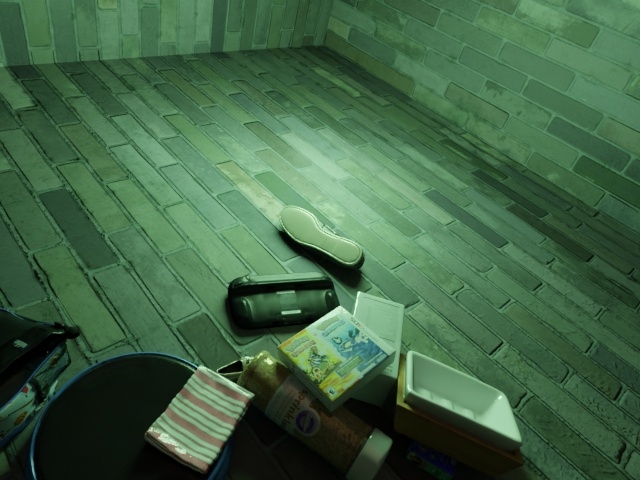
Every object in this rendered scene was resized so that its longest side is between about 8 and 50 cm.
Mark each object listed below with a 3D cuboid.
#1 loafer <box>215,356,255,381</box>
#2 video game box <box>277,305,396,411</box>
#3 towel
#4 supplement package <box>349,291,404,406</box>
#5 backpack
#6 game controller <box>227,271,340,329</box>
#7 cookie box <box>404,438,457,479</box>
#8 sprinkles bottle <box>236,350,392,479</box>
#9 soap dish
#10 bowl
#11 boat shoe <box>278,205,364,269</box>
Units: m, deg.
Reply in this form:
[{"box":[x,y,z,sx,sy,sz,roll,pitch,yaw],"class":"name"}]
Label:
[{"box":[-0.199,0.311,1.123,0.125,0.039,0.045,-17,49,-34],"class":"loafer"},{"box":[0.037,0.260,1.060,0.205,0.048,0.187,-28,46,-34],"class":"video game box"},{"box":[-0.240,0.356,0.946,0.144,0.029,0.197,26,40,9],"class":"towel"},{"box":[0.127,0.277,1.203,0.139,0.133,0.244,17,40,2],"class":"supplement package"},{"box":[-0.653,0.271,0.879,0.277,0.213,0.263,12,31,4],"class":"backpack"},{"box":[-0.100,0.168,1.323,0.320,0.067,0.166,-2,57,-21],"class":"game controller"},{"box":[0.263,0.491,1.076,0.107,0.040,0.092,28,39,14],"class":"cookie box"},{"box":[-0.020,0.392,1.031,0.356,0.121,0.121,31,41,17],"class":"sprinkles bottle"},{"box":[0.305,0.400,1.083,0.291,0.118,0.229,25,17,4],"class":"soap dish"},{"box":[-0.373,0.396,0.934,0.392,0.077,0.391,10,40,-8],"class":"bowl"},{"box":[0.000,0.000,1.536,0.335,0.095,0.112,32,77,23],"class":"boat shoe"}]
